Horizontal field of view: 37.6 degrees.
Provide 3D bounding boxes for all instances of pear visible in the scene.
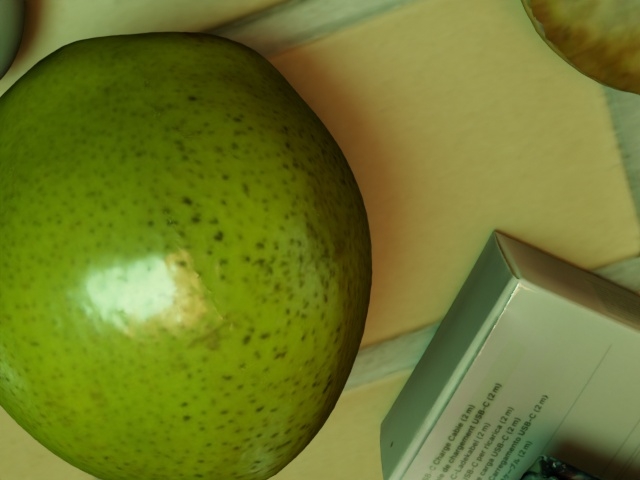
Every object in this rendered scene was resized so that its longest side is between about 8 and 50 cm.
[{"bbox_3d":[-0.098,0.019,0.602,0.294,0.294,0.294,0,111,0],"label":"pear"}]

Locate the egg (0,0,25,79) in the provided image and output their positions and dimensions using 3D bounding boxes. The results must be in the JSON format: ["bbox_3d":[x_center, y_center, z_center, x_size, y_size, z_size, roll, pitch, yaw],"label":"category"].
[{"bbox_3d":[-0.250,-0.159,0.624,0.103,0.103,0.135,4,108,-2],"label":"egg"}]

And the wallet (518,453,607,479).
[{"bbox_3d":[0.166,0.306,0.758,0.191,0.046,0.379,21,135,-6],"label":"wallet"}]

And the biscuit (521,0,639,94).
[{"bbox_3d":[0.219,-0.209,0.602,0.205,0.040,0.309,-26,129,11],"label":"biscuit"}]

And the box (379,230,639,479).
[{"bbox_3d":[0.202,0.140,0.740,0.252,0.106,0.203,23,111,-10],"label":"box"}]
